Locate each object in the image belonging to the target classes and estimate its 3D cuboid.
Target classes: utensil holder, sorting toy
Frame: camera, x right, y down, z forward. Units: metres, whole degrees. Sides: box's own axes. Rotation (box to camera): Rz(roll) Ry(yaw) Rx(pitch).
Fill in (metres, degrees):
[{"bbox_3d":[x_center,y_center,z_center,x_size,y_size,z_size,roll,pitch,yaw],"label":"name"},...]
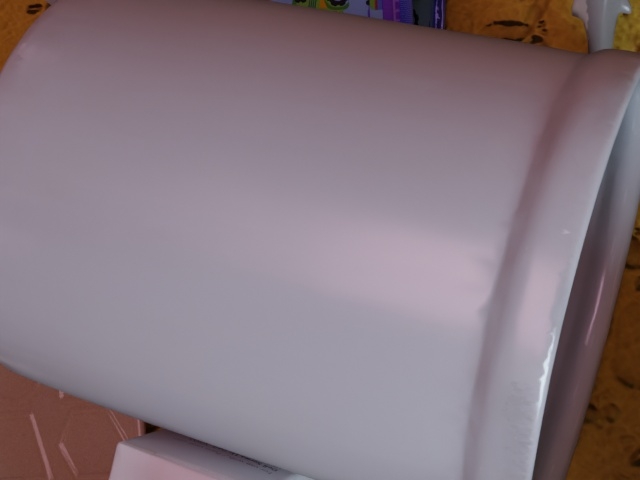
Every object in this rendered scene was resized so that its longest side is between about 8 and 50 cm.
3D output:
[{"bbox_3d":[0.000,0.000,0.818,0.386,0.327,0.327,14,93,18],"label":"utensil holder"},{"bbox_3d":[-0.252,0.159,1.139,0.193,0.038,0.208,-7,81,20],"label":"sorting toy"}]

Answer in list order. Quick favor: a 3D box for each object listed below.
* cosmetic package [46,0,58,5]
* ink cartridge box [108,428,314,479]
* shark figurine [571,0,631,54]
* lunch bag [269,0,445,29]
[{"bbox_3d":[-0.159,-0.417,1.021,0.284,0.097,0.377,-27,55,20],"label":"cosmetic package"},{"bbox_3d":[-0.075,0.244,0.891,0.119,0.353,0.207,16,95,21],"label":"ink cartridge box"},{"bbox_3d":[0.236,-0.241,0.905,0.116,0.166,0.278,-5,87,11],"label":"shark figurine"},{"bbox_3d":[-0.011,-0.109,1.024,0.221,0.138,0.293,2,101,19],"label":"lunch bag"}]
